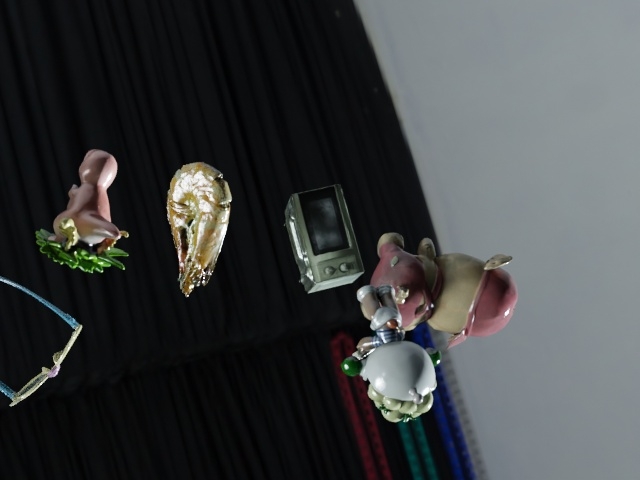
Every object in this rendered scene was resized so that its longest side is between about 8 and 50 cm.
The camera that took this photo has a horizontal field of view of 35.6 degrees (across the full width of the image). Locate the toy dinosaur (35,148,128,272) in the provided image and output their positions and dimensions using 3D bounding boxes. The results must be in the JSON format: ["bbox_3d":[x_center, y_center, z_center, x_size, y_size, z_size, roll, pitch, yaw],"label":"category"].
[{"bbox_3d":[-0.371,-0.044,1.673,0.152,0.194,0.177,23,110,-27],"label":"toy dinosaur"}]

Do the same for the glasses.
[{"bbox_3d":[-0.557,0.170,1.839,0.189,0.220,0.088,-48,167,5],"label":"glasses"}]

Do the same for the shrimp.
[{"bbox_3d":[-0.261,-0.020,2.051,0.154,0.294,0.062,19,-163,25],"label":"shrimp"}]

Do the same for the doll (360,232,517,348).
[{"bbox_3d":[0.207,0.091,1.719,0.256,0.152,0.196,9,144,-7],"label":"doll"}]

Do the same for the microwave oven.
[{"bbox_3d":[0.000,0.000,2.201,0.129,0.204,0.163,-13,170,-12],"label":"microwave oven"}]

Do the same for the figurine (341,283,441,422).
[{"bbox_3d":[0.097,0.156,1.372,0.147,0.197,0.093,-4,138,-19],"label":"figurine"}]
